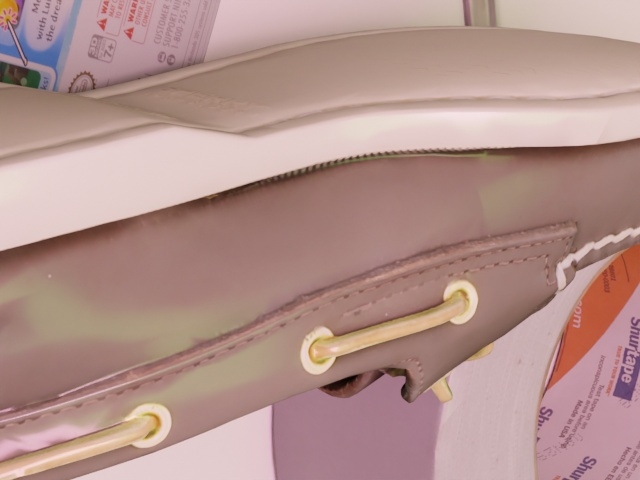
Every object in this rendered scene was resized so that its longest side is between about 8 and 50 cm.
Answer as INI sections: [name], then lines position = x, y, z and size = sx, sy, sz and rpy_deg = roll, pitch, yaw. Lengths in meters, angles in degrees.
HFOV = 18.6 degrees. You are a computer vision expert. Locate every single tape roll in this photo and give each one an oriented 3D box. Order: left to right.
[tape roll]
position = 0.083, 0.045, 0.697
size = 0.219, 0.072, 0.219
rpy_deg = -21, 119, -44

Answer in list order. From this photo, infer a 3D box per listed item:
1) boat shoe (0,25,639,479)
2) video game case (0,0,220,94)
[boat shoe]
position = -0.003, -0.001, 0.520
size = 0.305, 0.109, 0.091
rpy_deg = -11, 109, -35
[video game case]
position = -0.079, -0.079, 0.511
size = 0.143, 0.019, 0.157
rpy_deg = 12, 94, -49
